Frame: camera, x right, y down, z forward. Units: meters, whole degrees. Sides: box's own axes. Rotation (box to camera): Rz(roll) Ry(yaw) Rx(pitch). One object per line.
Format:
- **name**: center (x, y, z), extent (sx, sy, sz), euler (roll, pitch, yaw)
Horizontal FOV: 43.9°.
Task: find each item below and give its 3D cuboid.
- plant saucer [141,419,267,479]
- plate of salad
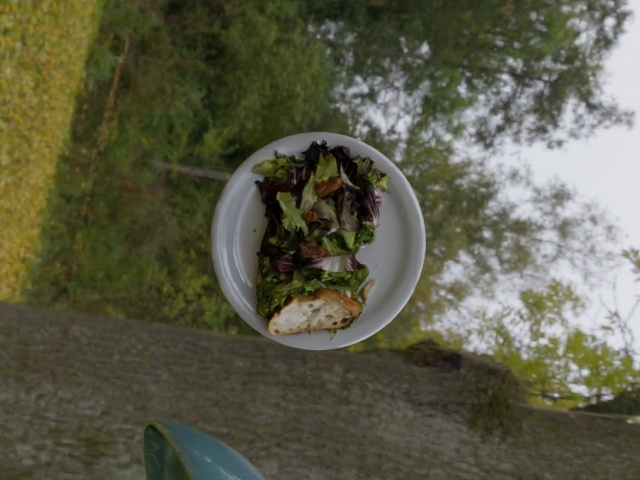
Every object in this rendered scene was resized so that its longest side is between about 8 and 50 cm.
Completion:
- **plant saucer**: center (-0.022, 0.238, 0.401), extent (0.317, 0.043, 0.318), euler (47, -34, 48)
- **plate of salad**: center (0.000, 0.000, 0.719), extent (0.048, 0.199, 0.200), euler (169, -70, -84)
